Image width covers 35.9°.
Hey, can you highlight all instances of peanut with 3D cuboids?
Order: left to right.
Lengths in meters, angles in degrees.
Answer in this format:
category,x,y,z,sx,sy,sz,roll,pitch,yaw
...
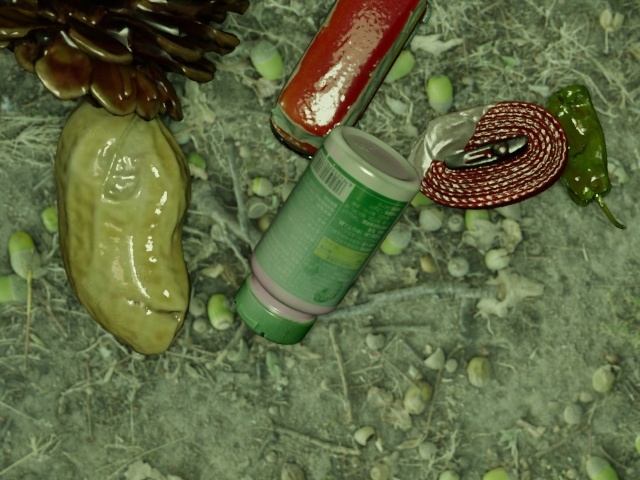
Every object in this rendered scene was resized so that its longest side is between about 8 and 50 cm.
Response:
category,x,y,z,sx,sy,sz,roll,pitch,yaw
peanut,-0.249,-0.025,1.266,0.174,0.158,0.340,1,97,2

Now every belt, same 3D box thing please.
category,x,y,z,sx,sy,sz,roll,pitch,yaw
belt,0.217,-0.105,1.268,0.201,0.124,0.128,-11,87,16

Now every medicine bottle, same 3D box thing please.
category,x,y,z,sx,sy,sz,roll,pitch,yaw
medicine bottle,0.000,0.000,1.240,0.133,0.133,0.274,35,112,0

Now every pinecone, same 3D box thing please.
category,x,y,z,sx,sy,sz,roll,pitch,yaw
pinecone,-0.238,-0.344,1.140,0.384,0.384,0.384,0,91,1

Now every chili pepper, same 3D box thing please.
category,x,y,z,sx,sy,sz,roll,pitch,yaw
chili pepper,0.343,-0.100,1.298,0.072,0.073,0.204,-15,79,18

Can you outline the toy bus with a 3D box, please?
category,x,y,z,sx,sy,sz,roll,pitch,yaw
toy bus,0.033,-0.231,1.273,0.121,0.120,0.265,32,90,1
